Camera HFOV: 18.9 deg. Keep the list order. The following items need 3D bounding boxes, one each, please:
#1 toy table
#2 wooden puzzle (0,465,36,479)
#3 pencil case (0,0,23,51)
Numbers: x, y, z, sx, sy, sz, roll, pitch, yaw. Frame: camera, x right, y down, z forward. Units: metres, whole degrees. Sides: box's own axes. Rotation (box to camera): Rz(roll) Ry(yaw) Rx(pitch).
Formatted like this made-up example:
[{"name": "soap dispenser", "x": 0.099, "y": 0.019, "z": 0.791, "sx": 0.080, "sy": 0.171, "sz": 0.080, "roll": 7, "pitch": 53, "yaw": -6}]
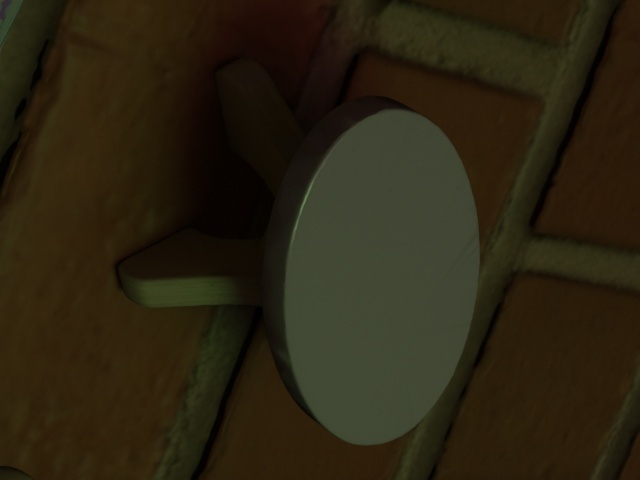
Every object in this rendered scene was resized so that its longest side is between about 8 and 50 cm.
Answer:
[{"name": "toy table", "x": 0.000, "y": 0.000, "z": 1.385, "sx": 0.252, "sy": 0.161, "sz": 0.274, "roll": -19, "pitch": 125, "yaw": -33}, {"name": "wooden puzzle", "x": -0.305, "y": 0.340, "z": 1.204, "sx": 0.322, "sy": 0.080, "sz": 0.348, "roll": -10, "pitch": 112, "yaw": -39}, {"name": "pencil case", "x": -0.245, "y": -0.103, "z": 1.145, "sx": 0.124, "sy": 0.113, "sz": 0.273, "roll": 17, "pitch": 103, "yaw": -22}]
